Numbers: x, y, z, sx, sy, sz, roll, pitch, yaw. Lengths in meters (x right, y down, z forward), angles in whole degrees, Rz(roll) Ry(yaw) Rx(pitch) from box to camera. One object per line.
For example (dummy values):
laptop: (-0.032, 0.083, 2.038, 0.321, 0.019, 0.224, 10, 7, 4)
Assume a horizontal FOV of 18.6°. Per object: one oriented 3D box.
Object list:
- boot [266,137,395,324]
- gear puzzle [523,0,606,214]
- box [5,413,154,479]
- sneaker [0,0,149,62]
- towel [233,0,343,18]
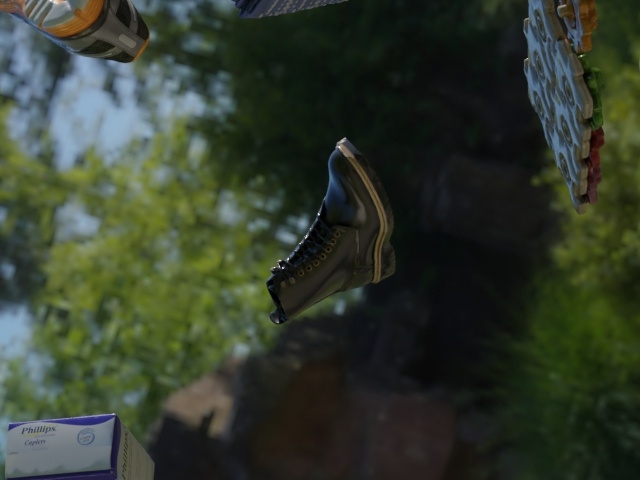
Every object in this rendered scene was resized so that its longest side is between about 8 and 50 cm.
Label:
boot: (0.000, 0.000, 1.956, 0.137, 0.077, 0.198, -28, -42, -13)
gear puzzle: (0.248, -0.172, 1.914, 0.339, 0.044, 0.175, 78, 174, -64)
box: (-0.261, 0.252, 2.127, 0.137, 0.126, 0.072, 64, -156, -56)
sneaker: (-0.202, -0.191, 1.531, 0.084, 0.083, 0.215, -52, 35, 6)
towel: (0.047, -0.363, 2.229, 0.243, 0.040, 0.336, -52, -16, 28)
